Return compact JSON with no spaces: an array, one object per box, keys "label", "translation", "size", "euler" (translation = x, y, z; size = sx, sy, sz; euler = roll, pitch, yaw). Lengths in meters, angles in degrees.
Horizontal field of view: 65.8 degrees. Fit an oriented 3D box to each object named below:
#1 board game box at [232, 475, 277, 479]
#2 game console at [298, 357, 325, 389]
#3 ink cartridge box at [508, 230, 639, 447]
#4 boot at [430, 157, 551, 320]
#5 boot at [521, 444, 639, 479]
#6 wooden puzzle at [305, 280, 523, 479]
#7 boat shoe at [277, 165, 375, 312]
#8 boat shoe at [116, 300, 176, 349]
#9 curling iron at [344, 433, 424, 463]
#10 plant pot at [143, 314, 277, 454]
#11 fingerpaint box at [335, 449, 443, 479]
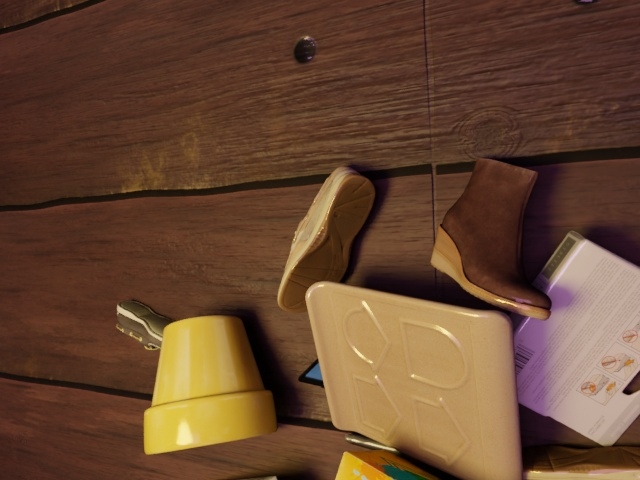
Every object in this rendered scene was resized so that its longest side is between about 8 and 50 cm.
[{"label":"board game box","translation":[-0.127,0.649,0.998],"size":[0.318,0.066,0.318],"euler":[-33,79,46]},{"label":"game console","translation":[0.039,0.264,0.955],"size":[0.107,0.071,0.122],"euler":[48,111,16]},{"label":"ink cartridge box","translation":[0.421,0.159,0.773],"size":[0.239,0.060,0.275],"euler":[28,106,-4]},{"label":"boot","translation":[0.284,-0.013,0.765],"size":[0.248,0.090,0.206],"euler":[39,108,55]},{"label":"boot","translation":[0.414,0.434,0.773],"size":[0.262,0.095,0.203],"euler":[-13,90,25]},{"label":"wooden puzzle","translation":[0.154,0.224,0.827],"size":[0.348,0.081,0.321],"euler":[4,115,39]},{"label":"boat shoe","translation":[0.000,0.000,0.953],"size":[0.302,0.109,0.098],"euler":[-64,29,15]},{"label":"boat shoe","translation":[-0.396,0.215,1.163],"size":[0.228,0.081,0.068],"euler":[23,105,30]},{"label":"curling iron","translation":[0.172,0.384,0.912],"size":[0.274,0.035,0.068],"euler":[0,130,30]},{"label":"plant pot","translation":[-0.228,0.287,1.005],"size":[0.254,0.254,0.238],"euler":[-20,68,25]},{"label":"fingerpaint box","translation":[0.141,0.592,0.696],"size":[0.371,0.163,0.444],"euler":[14,80,38]}]
